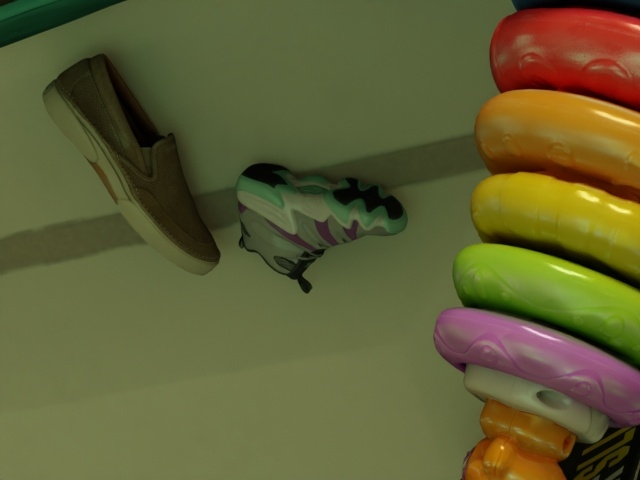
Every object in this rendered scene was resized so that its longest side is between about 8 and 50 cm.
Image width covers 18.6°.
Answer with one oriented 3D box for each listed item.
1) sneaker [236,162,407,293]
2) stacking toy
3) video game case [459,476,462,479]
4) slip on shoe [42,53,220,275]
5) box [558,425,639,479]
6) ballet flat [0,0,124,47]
[{"bbox_3d":[0.000,0.000,1.061,0.098,0.038,0.069,16,119,22],"label":"sneaker"},{"bbox_3d":[0.117,0.028,0.877,0.166,0.175,0.301,19,81,23],"label":"stacking toy"},{"bbox_3d":[0.135,0.231,1.007,0.210,0.232,0.042,42,122,-3],"label":"video game case"},{"bbox_3d":[-0.095,-0.042,1.068,0.041,0.051,0.135,-37,92,17],"label":"slip on shoe"},{"bbox_3d":[0.199,0.222,0.929,0.079,0.322,0.257,-34,100,27],"label":"box"},{"bbox_3d":[-0.083,-0.179,0.965,0.400,0.139,0.139,-9,110,23],"label":"ballet flat"}]
